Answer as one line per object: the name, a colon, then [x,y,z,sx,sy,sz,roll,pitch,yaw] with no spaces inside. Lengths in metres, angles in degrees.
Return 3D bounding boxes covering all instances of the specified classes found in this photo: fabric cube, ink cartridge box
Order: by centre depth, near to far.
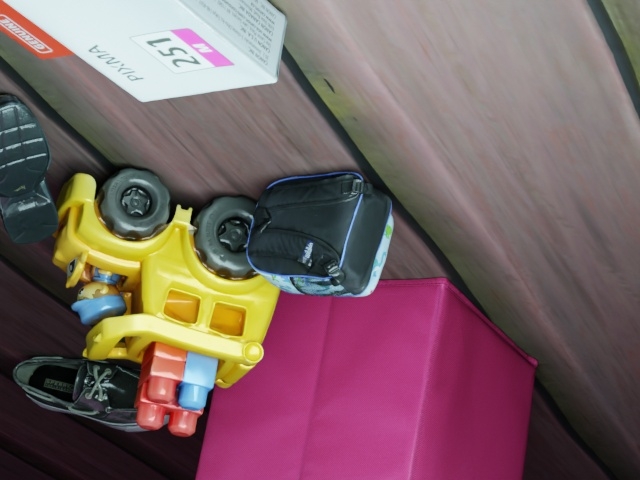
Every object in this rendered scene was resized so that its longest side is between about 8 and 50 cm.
ink cartridge box: [-0.195,-0.178,1.152,0.239,0.060,0.275,-6,154,34]
fabric cube: [0.052,0.203,1.739,0.259,0.258,0.254,-2,155,31]

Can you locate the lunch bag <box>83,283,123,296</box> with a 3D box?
lunch bag: [-0.196,0.028,1.692,0.083,0.053,0.071,1,160,-1]

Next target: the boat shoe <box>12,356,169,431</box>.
boat shoe: [-0.280,0.188,2.108,0.219,0.077,0.070,4,159,20]

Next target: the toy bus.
toy bus: [-0.150,0.062,1.539,0.220,0.211,0.149,17,160,-12]

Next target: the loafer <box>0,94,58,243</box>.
loafer: [-0.267,-0.070,1.464,0.062,0.061,0.170,-15,143,-15]

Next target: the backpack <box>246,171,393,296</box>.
backpack: [0.000,0.000,1.452,0.114,0.105,0.084,1,157,37]
